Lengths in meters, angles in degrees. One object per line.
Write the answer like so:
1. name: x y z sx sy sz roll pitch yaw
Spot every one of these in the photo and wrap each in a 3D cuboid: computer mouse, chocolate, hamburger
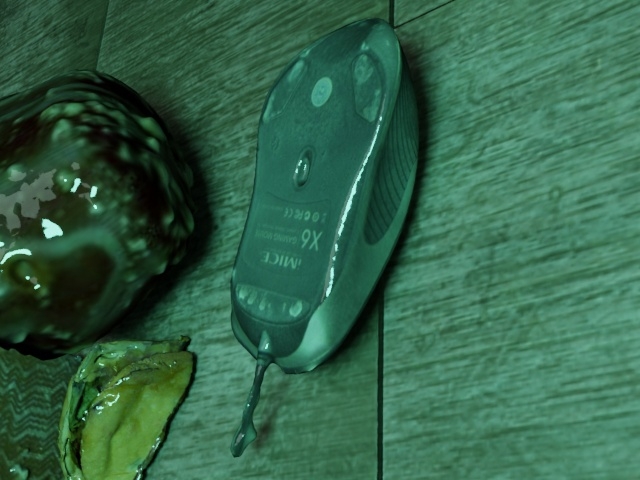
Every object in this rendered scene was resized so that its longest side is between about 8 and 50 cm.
1. computer mouse: 0.000 0.000 0.785 0.167 0.090 0.379 15 87 53
2. chocolate: -0.232 -0.048 0.931 0.210 0.225 0.340 -32 29 7
3. chocolate: -0.327 0.205 0.956 0.093 0.148 0.214 -23 53 42
4. hamburger: -0.202 0.155 0.891 0.176 0.102 0.087 -61 30 2
